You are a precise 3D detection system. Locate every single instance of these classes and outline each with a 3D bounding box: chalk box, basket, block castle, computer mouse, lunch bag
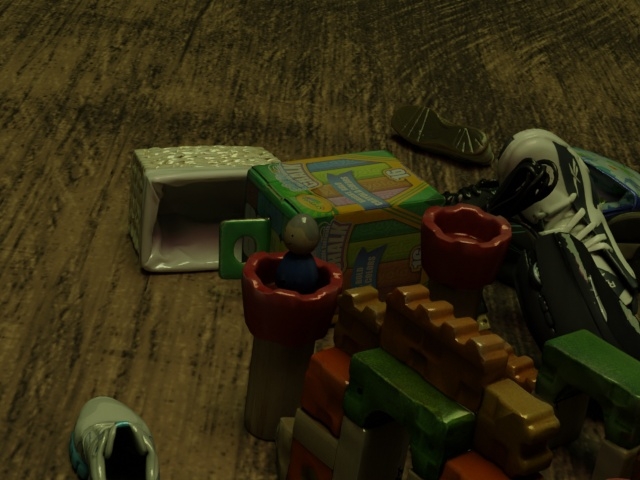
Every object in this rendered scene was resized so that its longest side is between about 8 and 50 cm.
[{"bbox_3d":[0.000,0.000,1.327,0.213,0.132,0.132,-10,32,-25],"label":"chalk box"},{"bbox_3d":[-0.122,-0.040,1.398,0.167,0.113,0.103,-3,26,-23],"label":"basket"},{"bbox_3d":[0.161,0.124,1.036,0.303,0.212,0.453,-14,34,-37],"label":"block castle"},{"bbox_3d":[0.203,0.069,1.251,0.060,0.184,0.262,-13,71,-40],"label":"computer mouse"},{"bbox_3d":[0.327,-0.059,1.554,0.151,0.096,0.129,14,8,30],"label":"lunch bag"}]

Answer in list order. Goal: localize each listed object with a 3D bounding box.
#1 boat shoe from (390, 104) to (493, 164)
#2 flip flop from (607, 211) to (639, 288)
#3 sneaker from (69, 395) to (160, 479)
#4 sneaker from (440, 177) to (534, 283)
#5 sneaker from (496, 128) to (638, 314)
[{"bbox_3d":[0.164,-0.140,1.761,0.153,0.048,0.056,20,73,31],"label":"boat shoe"},{"bbox_3d":[0.450,0.029,1.448,0.277,0.112,0.080,12,12,21],"label":"flip flop"},{"bbox_3d":[-0.154,0.165,1.012,0.071,0.083,0.190,-3,27,-18],"label":"sneaker"},{"bbox_3d":[0.164,-0.026,1.460,0.267,0.106,0.101,12,28,11],"label":"sneaker"},{"bbox_3d":[0.256,0.009,1.293,0.094,0.235,0.153,-21,30,0],"label":"sneaker"}]
